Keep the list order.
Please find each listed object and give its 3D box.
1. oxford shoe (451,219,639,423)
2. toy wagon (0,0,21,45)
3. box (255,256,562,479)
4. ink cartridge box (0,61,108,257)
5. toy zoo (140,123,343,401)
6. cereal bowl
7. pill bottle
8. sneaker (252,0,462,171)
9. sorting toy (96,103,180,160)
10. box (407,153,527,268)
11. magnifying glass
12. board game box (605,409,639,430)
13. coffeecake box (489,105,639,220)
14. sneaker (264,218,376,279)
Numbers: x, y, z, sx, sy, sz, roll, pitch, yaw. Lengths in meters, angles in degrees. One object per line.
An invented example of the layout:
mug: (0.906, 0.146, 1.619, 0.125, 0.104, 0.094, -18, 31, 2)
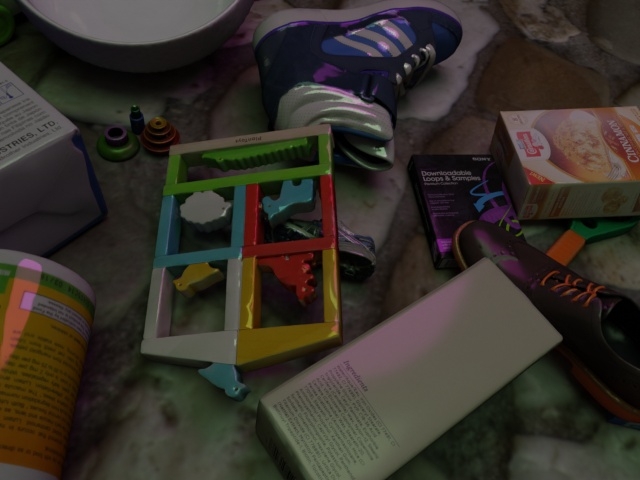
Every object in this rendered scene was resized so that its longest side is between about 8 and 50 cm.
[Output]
oxford shoe: (0.254, 0.058, 0.563, 0.097, 0.098, 0.271, -39, 68, -24)
toy wagon: (-0.493, -0.421, 0.816, 0.267, 0.068, 0.344, 30, 56, 12)
box: (0.082, 0.133, 0.512, 0.275, 0.094, 0.113, -25, 63, -24)
ink cartridge box: (-0.458, -0.107, 0.554, 0.395, 0.151, 0.270, 39, 58, 15)
toy zoo: (-0.076, 0.014, 0.562, 0.192, 0.030, 0.294, -7, 60, 8)
cereal bowl: (-0.246, -0.372, 0.753, 0.338, 0.141, 0.339, 2, 74, -7)
pill bottle: (-0.264, 0.142, 0.421, 0.136, 0.136, 0.246, 2, 55, -8)
sneaker: (0.081, -0.191, 0.730, 0.322, 0.130, 0.237, -10, 67, -21)
sorting toy: (-0.226, -0.136, 0.678, 0.101, 0.042, 0.061, -8, 57, -14)
box: (0.182, -0.041, 0.688, 0.115, 0.029, 0.162, -2, 55, -11)
magnifying glass: (0.334, -0.015, 0.701, 0.092, 0.026, 0.231, 41, 57, 19)
board game box: (0.347, 0.158, 0.583, 0.089, 0.020, 0.090, 15, 55, 0)
coffeecake box: (0.331, -0.102, 0.708, 0.185, 0.068, 0.143, -3, 50, -1)
sneaker: (0.000, 0.000, 0.624, 0.135, 0.052, 0.058, 21, 42, 2)
